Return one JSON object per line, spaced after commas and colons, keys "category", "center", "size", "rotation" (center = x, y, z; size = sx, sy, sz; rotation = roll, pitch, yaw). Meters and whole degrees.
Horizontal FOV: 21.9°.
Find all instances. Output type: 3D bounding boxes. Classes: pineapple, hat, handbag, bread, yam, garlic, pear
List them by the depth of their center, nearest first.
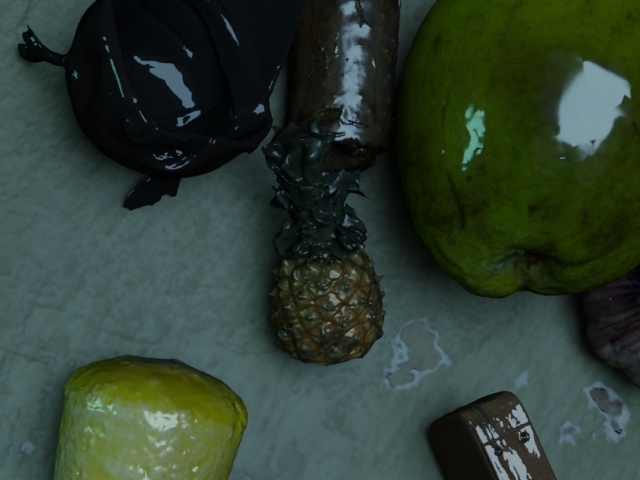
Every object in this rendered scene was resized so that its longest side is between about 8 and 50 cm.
{"category": "bread", "center": [-0.169, 0.198, 1.635], "size": [0.197, 0.197, 0.170], "rotation": [14, 87, -18]}
{"category": "pineapple", "center": [-0.001, 0.000, 1.722], "size": [0.128, 0.128, 0.248], "rotation": [-15, 110, -23]}
{"category": "hat", "center": [-0.171, -0.193, 1.730], "size": [0.238, 0.209, 0.336], "rotation": [43, 48, -31]}
{"category": "pear", "center": [0.254, -0.135, 1.771], "size": [0.352, 0.352, 0.413], "rotation": [22, 66, -16]}
{"category": "handbag", "center": [0.193, 0.261, 1.772], "size": [0.072, 0.151, 0.193], "rotation": [-25, 92, -20]}
{"category": "yam", "center": [0.028, -0.221, 1.813], "size": [0.131, 0.131, 0.279], "rotation": [8, 78, -20]}
{"category": "garlic", "center": [0.412, 0.061, 1.888], "size": [0.245, 0.160, 0.245], "rotation": [4, 72, -13]}
